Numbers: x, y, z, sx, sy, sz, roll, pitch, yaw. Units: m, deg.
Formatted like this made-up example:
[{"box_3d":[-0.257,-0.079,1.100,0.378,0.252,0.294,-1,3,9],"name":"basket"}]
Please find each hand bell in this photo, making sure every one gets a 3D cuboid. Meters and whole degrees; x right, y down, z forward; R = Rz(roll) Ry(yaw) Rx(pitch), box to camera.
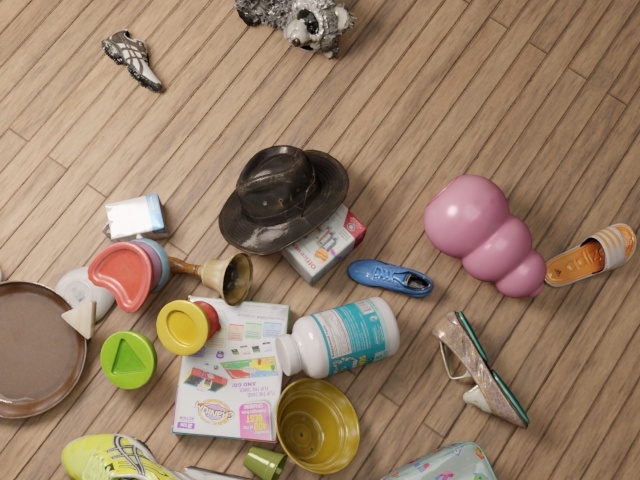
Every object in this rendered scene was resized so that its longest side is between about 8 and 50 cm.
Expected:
[{"box_3d":[-0.292,0.071,1.803,0.242,0.126,0.126,10,74,27],"name":"hand bell"}]

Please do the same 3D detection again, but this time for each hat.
[{"box_3d":[-0.107,-0.129,1.784,0.331,0.134,0.331,-12,48,14],"name":"hat"}]

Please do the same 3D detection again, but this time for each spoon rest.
[{"box_3d":[-0.508,0.092,1.815,0.276,0.084,0.137,-37,83,3],"name":"spoon rest"}]

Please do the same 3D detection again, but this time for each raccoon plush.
[{"box_3d":[-0.023,-0.683,1.974,0.299,0.216,0.446,22,75,-6],"name":"raccoon plush"}]

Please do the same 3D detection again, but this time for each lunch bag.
[{"box_3d":[0.267,0.593,1.709,0.279,0.108,0.224,-25,82,-8],"name":"lunch bag"}]

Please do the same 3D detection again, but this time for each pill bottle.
[{"box_3d":[0.036,0.227,1.746,0.264,0.146,0.146,-14,77,-18],"name":"pill bottle"}]

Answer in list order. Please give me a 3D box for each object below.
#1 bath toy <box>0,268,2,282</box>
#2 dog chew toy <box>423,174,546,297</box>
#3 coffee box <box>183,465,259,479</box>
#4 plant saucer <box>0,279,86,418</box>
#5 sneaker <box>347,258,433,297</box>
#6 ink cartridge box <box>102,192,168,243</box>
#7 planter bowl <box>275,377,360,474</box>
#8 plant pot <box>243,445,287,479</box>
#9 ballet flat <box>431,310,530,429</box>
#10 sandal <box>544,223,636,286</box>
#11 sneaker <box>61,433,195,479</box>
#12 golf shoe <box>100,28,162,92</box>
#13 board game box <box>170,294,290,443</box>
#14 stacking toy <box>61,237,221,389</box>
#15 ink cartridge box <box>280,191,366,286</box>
[{"box_3d":[-0.912,0.082,1.768,0.348,0.151,0.129,-10,42,-6],"name":"bath toy"},{"box_3d":[0.403,0.003,1.827,0.206,0.206,0.332,-44,91,-12],"name":"dog chew toy"},{"box_3d":[-0.243,0.655,1.658,0.168,0.119,0.297,12,75,1],"name":"coffee box"},{"box_3d":[-0.686,0.245,1.753,0.311,0.050,0.310,0,87,-3],"name":"plant saucer"},{"box_3d":[0.170,0.085,1.846,0.209,0.082,0.069,15,78,2],"name":"sneaker"},{"box_3d":[-0.446,-0.045,1.836,0.143,0.092,0.090,-12,77,-7],"name":"ink cartridge box"},{"box_3d":[-0.025,0.425,1.726,0.217,0.090,0.217,17,54,-25],"name":"planter bowl"},{"box_3d":[-0.128,0.502,1.732,0.079,0.083,0.083,23,75,16],"name":"plant pot"},{"box_3d":[0.364,0.318,1.800,0.106,0.107,0.316,-33,74,10],"name":"ballet flat"},{"box_3d":[0.673,0.040,1.886,0.265,0.076,0.102,-26,79,-9],"name":"sandal"},{"box_3d":[-0.416,0.495,1.618,0.385,0.147,0.145,11,77,31],"name":"sneaker"},{"box_3d":[-0.461,-0.462,1.949,0.198,0.077,0.094,43,77,6],"name":"golf shoe"},{"box_3d":[-0.204,0.297,1.779,0.242,0.064,0.316,6,76,-2],"name":"board game box"},{"box_3d":[-0.396,0.164,1.734,0.279,0.130,0.309,-43,83,16],"name":"stacking toy"},{"box_3d":[0.000,0.000,1.832,0.176,0.127,0.128,-42,82,-11],"name":"ink cartridge box"}]
